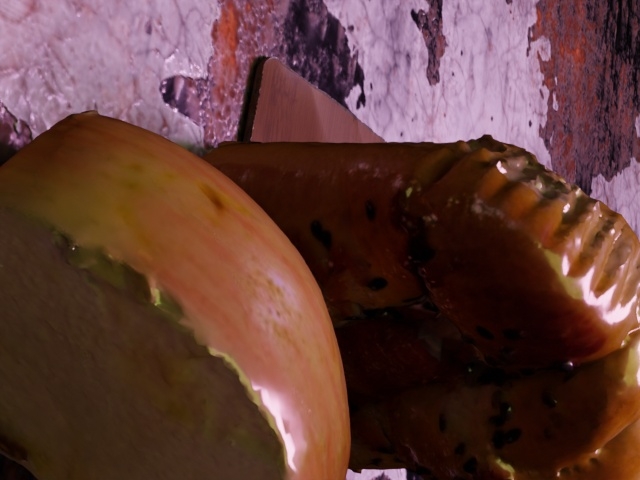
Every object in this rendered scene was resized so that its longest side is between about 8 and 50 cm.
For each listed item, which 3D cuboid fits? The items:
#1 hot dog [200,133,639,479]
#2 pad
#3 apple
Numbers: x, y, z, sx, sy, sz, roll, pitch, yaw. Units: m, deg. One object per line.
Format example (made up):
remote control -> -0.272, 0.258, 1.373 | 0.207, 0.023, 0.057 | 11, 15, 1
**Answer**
hot dog -> 0.096, 0.075, 1.044 | 0.196, 0.365, 0.367 | -58, 133, -38
pad -> 0.000, 0.000, 1.246 | 0.284, 0.018, 0.286 | 31, 63, -51
apple -> -0.105, 0.085, 0.838 | 0.252, 0.309, 0.314 | -51, -177, 0
